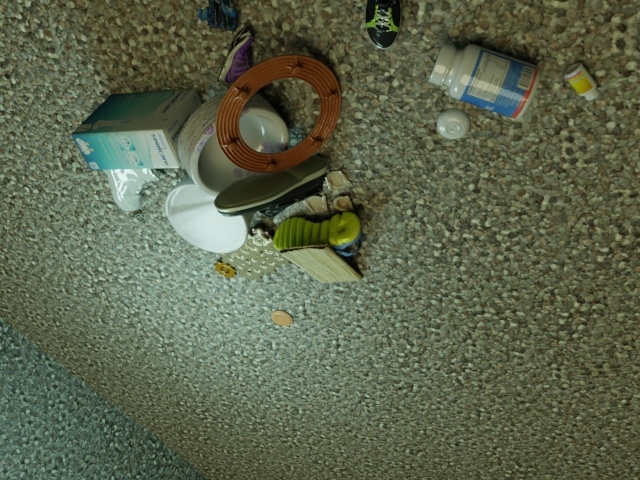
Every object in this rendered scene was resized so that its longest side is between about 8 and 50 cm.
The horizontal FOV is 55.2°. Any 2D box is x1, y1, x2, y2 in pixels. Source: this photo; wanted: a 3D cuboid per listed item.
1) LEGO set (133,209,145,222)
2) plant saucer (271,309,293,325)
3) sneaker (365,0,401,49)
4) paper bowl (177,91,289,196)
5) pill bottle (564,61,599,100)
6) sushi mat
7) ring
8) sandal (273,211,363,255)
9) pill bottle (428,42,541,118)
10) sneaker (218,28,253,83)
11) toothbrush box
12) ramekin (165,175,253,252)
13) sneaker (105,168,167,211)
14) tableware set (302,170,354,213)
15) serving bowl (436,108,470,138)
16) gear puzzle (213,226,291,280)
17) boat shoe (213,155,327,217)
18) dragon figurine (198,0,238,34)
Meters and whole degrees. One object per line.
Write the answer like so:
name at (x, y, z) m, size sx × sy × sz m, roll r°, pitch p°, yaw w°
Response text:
LEGO set at (-0.626, -0.088, 2.082) m, size 0.083 × 0.023 × 0.054 m, roll 44°, pitch 132°, yaw -20°
plant saucer at (-0.143, 0.289, 2.255) m, size 0.084 × 0.013 × 0.083 m, roll 12°, pitch 135°, yaw 12°
sneaker at (0.131, -0.517, 1.324) m, size 0.084 × 0.097 × 0.234 m, roll 11°, pitch 135°, yaw 12°
paper bowl at (-0.238, -0.264, 1.615) m, size 0.148 × 0.284 × 0.284 m, roll 52°, pitch 147°, yaw 32°
pill bottle at (0.577, -0.348, 1.346) m, size 0.083 × 0.043 × 0.043 m, roll 43°, pitch 132°, yaw -19°
sushi mat at (0.008, 0.077, 1.882) m, size 0.152 × 0.019 × 0.316 m, roll -6°, pitch 158°, yaw 23°
ring at (-0.095, -0.300, 1.516) m, size 0.337 × 0.032 × 0.336 m, roll -18°, pitch 140°, yaw -16°
sandal at (0.000, 0.000, 1.856) m, size 0.318 × 0.126 × 0.138 m, roll -2°, pitch 155°, yaw 32°
pill bottle at (0.361, -0.362, 1.362) m, size 0.222 × 0.124 × 0.124 m, roll 21°, pitch 136°, yaw 4°
sneaker at (-0.200, -0.462, 1.546) m, size 0.071 × 0.068 × 0.170 m, roll 19°, pitch 146°, yaw -18°
toothbrush box at (-0.488, -0.306, 1.686) m, size 0.296 × 0.216 × 0.126 m, roll 0°, pitch 132°, yaw 20°
ramekin at (-0.328, -0.101, 1.879) m, size 0.273 × 0.127 × 0.272 m, roll 11°, pitch 135°, yaw 12°
sneaker at (-0.558, -0.186, 1.904) m, size 0.169 × 0.108 × 0.292 m, roll 4°, pitch 146°, yaw 2°
tableware set at (0.018, -0.136, 1.779) m, size 0.169 × 0.020 × 0.141 m, roll -7°, pitch 130°, yaw 21°
serving bowl at (0.328, -0.284, 1.517) m, size 0.084 × 0.027 × 0.083 m, roll 11°, pitch 134°, yaw 11°
gear puzzle at (-0.240, 0.058, 2.061) m, size 0.175 × 0.044 × 0.339 m, roll 42°, pitch 135°, yaw -21°
boat shoe at (-0.125, -0.120, 1.648) m, size 0.127 × 0.340 × 0.113 m, roll 34°, pitch 141°, yaw 36°
dragon figurine at (-0.232, -0.542, 1.373) m, size 0.085 × 0.289 × 0.143 m, roll -3°, pitch 103°, yaw -2°
